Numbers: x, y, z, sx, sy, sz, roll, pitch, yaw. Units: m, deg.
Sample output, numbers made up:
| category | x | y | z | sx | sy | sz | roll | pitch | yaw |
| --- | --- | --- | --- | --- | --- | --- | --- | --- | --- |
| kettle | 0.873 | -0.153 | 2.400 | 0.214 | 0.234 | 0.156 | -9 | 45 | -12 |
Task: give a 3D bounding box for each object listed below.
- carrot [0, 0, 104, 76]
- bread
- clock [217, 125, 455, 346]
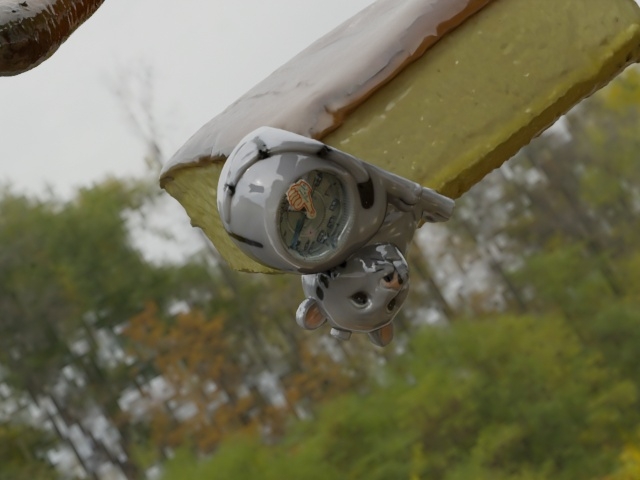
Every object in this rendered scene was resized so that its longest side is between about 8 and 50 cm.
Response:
| category | x | y | z | sx | sy | sz | roll | pitch | yaw |
| --- | --- | --- | --- | --- | --- | --- | --- | --- | --- |
| carrot | -0.209 | -0.176 | 1.336 | 0.060 | 0.060 | 0.186 | -41 | 5 | 37 |
| bread | 0.061 | -0.113 | 1.414 | 0.333 | 0.143 | 0.323 | -38 | 11 | -20 |
| clock | 0.000 | 0.000 | 1.147 | 0.176 | 0.117 | 0.080 | 22 | -4 | -39 |
